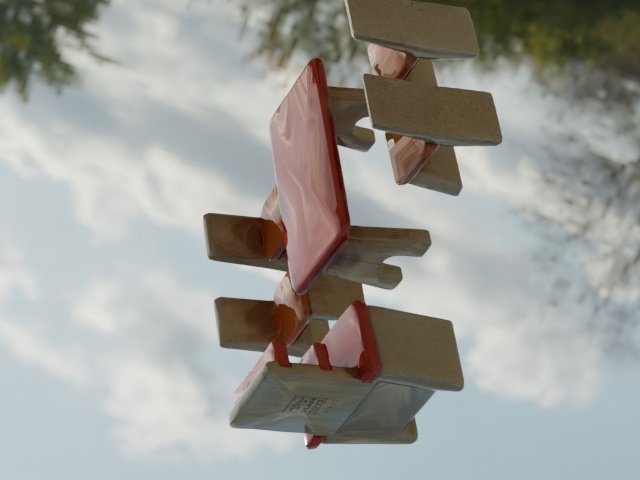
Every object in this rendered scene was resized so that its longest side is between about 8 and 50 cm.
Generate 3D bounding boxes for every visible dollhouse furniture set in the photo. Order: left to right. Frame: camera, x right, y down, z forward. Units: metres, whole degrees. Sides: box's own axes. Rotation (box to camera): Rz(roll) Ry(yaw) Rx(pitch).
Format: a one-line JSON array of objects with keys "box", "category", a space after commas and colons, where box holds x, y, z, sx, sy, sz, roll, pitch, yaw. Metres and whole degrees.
[{"box": [0.000, 0.000, 1.256, 0.135, 0.262, 0.259, 8, -128, -24], "category": "dollhouse furniture set"}]
